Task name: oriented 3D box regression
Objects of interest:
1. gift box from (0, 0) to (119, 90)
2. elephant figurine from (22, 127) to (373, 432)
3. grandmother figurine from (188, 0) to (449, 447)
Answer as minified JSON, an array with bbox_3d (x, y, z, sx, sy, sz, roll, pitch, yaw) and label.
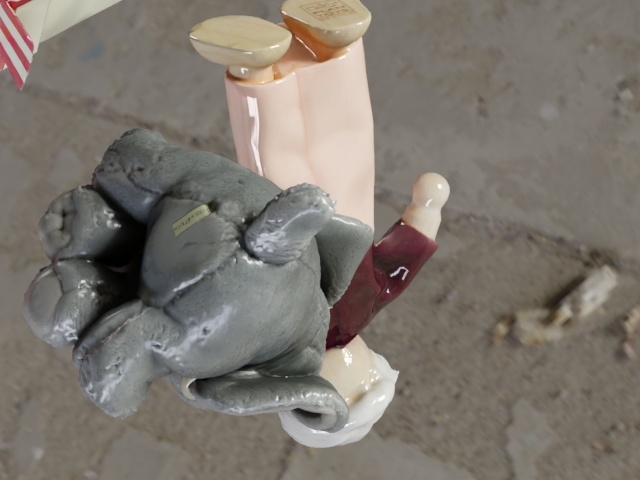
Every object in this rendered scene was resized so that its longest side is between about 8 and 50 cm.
[{"bbox_3d":[-0.268,-0.310,1.477,0.255,0.276,0.258,42,51,17],"label":"gift box"},{"bbox_3d":[-0.042,0.041,0.965,0.169,0.239,0.186,-52,51,2],"label":"elephant figurine"},{"bbox_3d":[0.000,0.000,1.178,0.208,0.342,0.104,-13,29,-15],"label":"grandmother figurine"}]
